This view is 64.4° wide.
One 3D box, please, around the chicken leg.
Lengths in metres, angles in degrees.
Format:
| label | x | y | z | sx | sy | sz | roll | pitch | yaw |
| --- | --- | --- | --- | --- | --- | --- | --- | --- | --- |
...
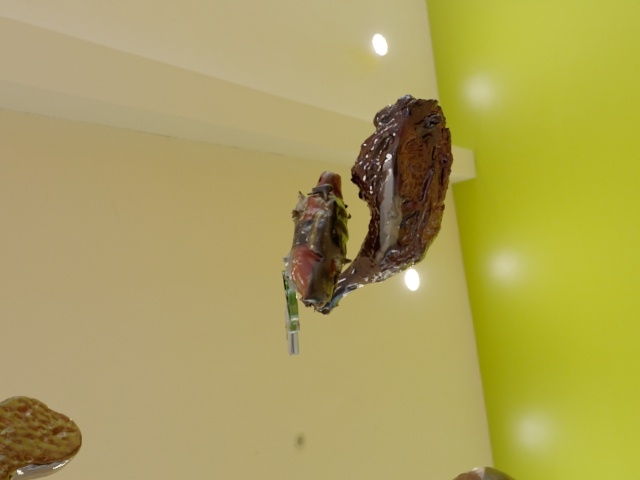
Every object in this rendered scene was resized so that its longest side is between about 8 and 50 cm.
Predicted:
| label | x | y | z | sx | sy | sz | roll | pitch | yaw |
| --- | --- | --- | --- | --- | --- | --- | --- | --- | --- |
| chicken leg | 0.089 | -0.017 | 0.765 | 0.096 | 0.158 | 0.407 | -37 | -26 | -53 |

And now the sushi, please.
| label | x | y | z | sx | sy | sz | roll | pitch | yaw |
| --- | --- | --- | --- | --- | --- | --- | --- | --- | --- |
| sushi | -0.003 | 0.001 | 0.766 | 0.097 | 0.103 | 0.226 | 37 | -124 | -47 |

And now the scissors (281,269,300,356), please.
| label | x | y | z | sx | sy | sz | roll | pitch | yaw |
| --- | --- | --- | --- | --- | --- | --- | --- | --- | --- |
| scissors | -0.053 | 0.151 | 0.948 | 0.101 | 0.027 | 0.204 | -102 | 9 | -49 |

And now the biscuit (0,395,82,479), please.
| label | x | y | z | sx | sy | sz | roll | pitch | yaw |
| --- | --- | --- | --- | --- | --- | --- | --- | --- | --- |
| biscuit | -0.281 | 0.175 | 0.315 | 0.044 | 0.186 | 0.295 | -51 | -39 | 11 |

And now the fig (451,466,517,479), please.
| label | x | y | z | sx | sy | sz | roll | pitch | yaw |
| --- | --- | --- | --- | --- | --- | --- | --- | --- | --- |
| fig | 0.277 | 0.471 | 0.819 | 0.207 | 0.175 | 0.175 | 79 | -177 | -87 |
